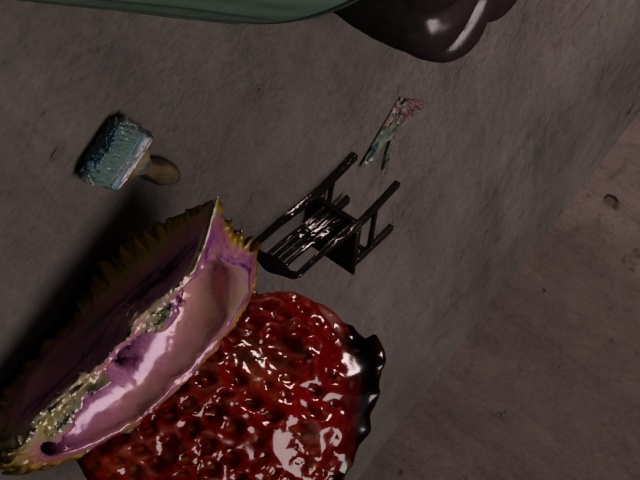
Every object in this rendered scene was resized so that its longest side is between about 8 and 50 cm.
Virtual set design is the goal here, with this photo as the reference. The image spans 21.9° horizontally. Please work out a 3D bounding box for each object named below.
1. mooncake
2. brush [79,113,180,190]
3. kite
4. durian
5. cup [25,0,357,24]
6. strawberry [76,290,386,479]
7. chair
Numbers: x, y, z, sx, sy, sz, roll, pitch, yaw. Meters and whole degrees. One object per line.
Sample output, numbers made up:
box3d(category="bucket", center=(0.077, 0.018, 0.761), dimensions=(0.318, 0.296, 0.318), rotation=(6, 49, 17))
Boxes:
box3d(category="mooncake", center=(0.122, -0.314, 1.582), dimensions=(0.306, 0.154, 0.306), rotation=(-51, 165, -19))
box3d(category="brush", center=(-0.165, -0.071, 1.507), dimensions=(0.070, 0.021, 0.196), rotation=(-56, 166, 4))
box3d(category="kite", center=(0.093, -0.134, 2.107), dimensions=(0.139, 0.011, 0.157), rotation=(-42, 159, -30))
box3d(category="durian", center=(-0.193, 0.093, 1.598), dimensions=(0.341, 0.112, 0.191), rotation=(-49, 161, 3))
box3d(category="cup", center=(-0.135, -0.296, 0.772), dimensions=(0.310, 0.401, 0.392), rotation=(-25, 175, 31))
box3d(category="strawberry", center=(-0.111, 0.185, 1.815), dimensions=(0.292, 0.309, 0.292), rotation=(-161, -90, -81))
box3d(category="chair", center=(0.000, 0.000, 1.989), dimensions=(0.212, 0.084, 0.101), rotation=(-44, 157, -32))
